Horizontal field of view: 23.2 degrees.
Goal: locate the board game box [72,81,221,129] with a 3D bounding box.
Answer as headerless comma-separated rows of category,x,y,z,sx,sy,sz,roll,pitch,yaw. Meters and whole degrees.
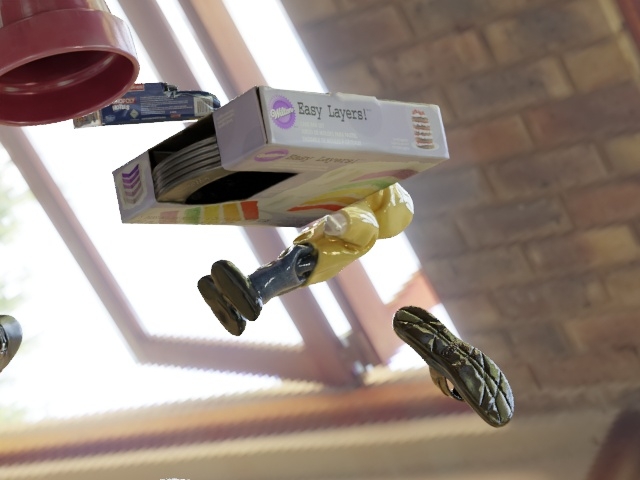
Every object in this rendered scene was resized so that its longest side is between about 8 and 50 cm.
board game box,-0.273,-0.195,2.254,0.194,0.060,0.194,-7,-174,-34

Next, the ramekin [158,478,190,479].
ramekin,-0.178,0.442,1.935,0.273,0.273,0.127,-19,-166,23

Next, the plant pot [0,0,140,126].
plant pot,-0.332,-0.257,1.849,0.201,0.180,0.201,-16,162,-5

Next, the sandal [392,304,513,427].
sandal,0.180,0.182,2.182,0.090,0.219,0.060,-37,163,-48

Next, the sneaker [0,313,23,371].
sneaker,-0.324,0.104,1.516,0.065,0.061,0.158,-30,-176,26

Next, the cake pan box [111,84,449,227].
cake pan box,-0.045,-0.079,1.592,0.267,0.070,0.246,2,160,-44

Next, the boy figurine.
boy figurine,0.000,0.000,1.803,0.285,0.092,0.177,-35,175,-28
